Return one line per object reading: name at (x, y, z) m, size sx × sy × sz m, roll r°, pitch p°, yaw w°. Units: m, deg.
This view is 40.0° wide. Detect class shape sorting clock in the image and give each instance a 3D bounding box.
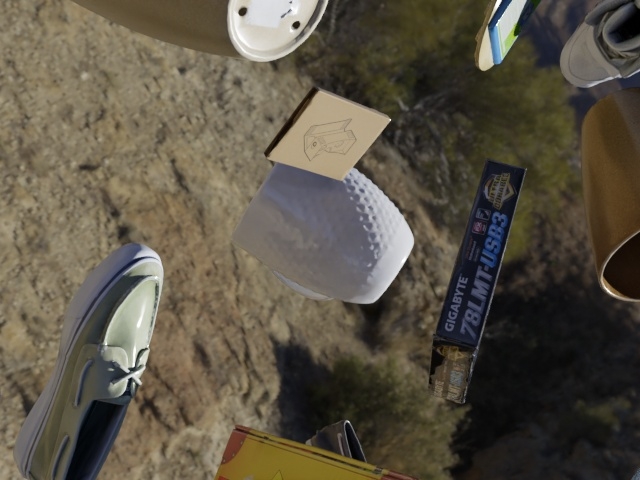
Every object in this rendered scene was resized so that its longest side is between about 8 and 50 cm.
shape sorting clock at (0.276, -0.345, 1.276) m, size 0.040 × 0.206 × 0.206 m, roll 33°, pitch 9°, yaw 18°

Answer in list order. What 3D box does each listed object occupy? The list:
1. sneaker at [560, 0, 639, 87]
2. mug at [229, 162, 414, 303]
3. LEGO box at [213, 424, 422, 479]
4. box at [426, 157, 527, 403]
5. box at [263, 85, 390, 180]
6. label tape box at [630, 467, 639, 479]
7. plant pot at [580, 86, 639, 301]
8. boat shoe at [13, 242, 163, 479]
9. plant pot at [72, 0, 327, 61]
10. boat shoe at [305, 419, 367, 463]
sneaker at (0.496, -0.344, 1.473) m, size 0.210 × 0.366 × 0.137 m, roll -33°, pitch 89°, yaw -31°
mug at (0.000, 0.000, 1.899) m, size 0.328 × 0.374 × 0.276 m, roll 34°, pitch 50°, yaw -2°
LEGO box at (-0.006, 0.494, 1.233) m, size 0.193 × 0.500 × 0.373 m, roll 28°, pitch 74°, yaw -27°
box at (0.235, 0.072, 1.357) m, size 0.293 × 0.073 × 0.296 m, roll 77°, pitch 30°, yaw -65°
box at (0.014, -0.195, 1.643) m, size 0.201 × 0.164 × 0.021 m, roll 13°, pitch 36°, yaw -45°
label tape box at (0.446, 0.507, 1.286) m, size 0.105 × 0.334 × 0.241 m, roll 26°, pitch 36°, yaw 9°
plant pot at (0.461, -0.083, 1.228) m, size 0.237 × 0.237 × 0.254 m, roll 42°, pitch 29°, yaw -50°
boat shoe at (-0.242, 0.152, 0.991) m, size 0.094 × 0.302 × 0.109 m, roll 30°, pitch 9°, yaw 32°
plant pot at (-0.125, -0.299, 0.891) m, size 0.274 × 0.256 × 0.256 m, roll 41°, pitch 3°, yaw 33°
boat shoe at (0.085, 0.493, 1.673) m, size 0.335 × 0.095 × 0.112 m, roll 57°, pitch 8°, yaw 30°
